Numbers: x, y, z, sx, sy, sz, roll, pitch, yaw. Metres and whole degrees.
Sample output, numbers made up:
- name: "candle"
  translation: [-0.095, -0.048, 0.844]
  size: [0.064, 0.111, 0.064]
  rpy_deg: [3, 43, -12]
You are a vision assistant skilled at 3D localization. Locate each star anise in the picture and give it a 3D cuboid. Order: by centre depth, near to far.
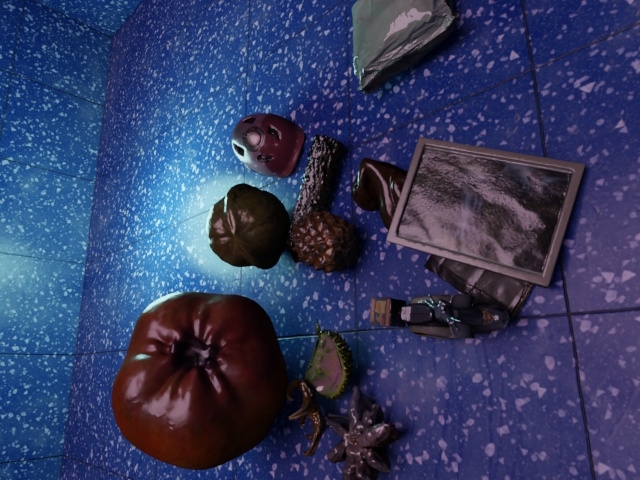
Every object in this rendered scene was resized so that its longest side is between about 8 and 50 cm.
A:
- name: "star anise"
  translation: [0.092, 0.444, 1.056]
  size: [0.236, 0.093, 0.229]
  rpy_deg: [-36, 52, 46]

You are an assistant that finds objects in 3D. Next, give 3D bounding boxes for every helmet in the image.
- name: "helmet"
  translation: [-0.187, -0.314, 1.505]
  size: [0.253, 0.154, 0.198]
  rpy_deg: [28, 99, 51]

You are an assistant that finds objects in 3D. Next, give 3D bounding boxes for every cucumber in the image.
- name: "cucumber"
  translation: [-0.026, -0.109, 1.323]
  size: [0.096, 0.096, 0.360]
  rpy_deg: [19, 93, 47]

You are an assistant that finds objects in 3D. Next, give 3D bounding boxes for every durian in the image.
- name: "durian"
  translation: [0.033, 0.290, 1.144]
  size: [0.137, 0.095, 0.221]
  rpy_deg: [31, 135, 26]

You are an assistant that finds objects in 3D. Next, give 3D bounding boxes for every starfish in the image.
- name: "starfish"
  translation: [-0.029, 0.438, 1.154]
  size: [0.074, 0.190, 0.146]
  rpy_deg: [-20, 32, -5]

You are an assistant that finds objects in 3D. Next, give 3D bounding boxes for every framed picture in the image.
- name: "framed picture"
  translation: [0.310, -0.067, 0.926]
  size: [0.324, 0.020, 0.241]
  rpy_deg: [19, 87, 27]

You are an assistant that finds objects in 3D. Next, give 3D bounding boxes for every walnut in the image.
- name: "walnut"
  translation: [-0.198, -0.038, 1.369]
  size: [0.227, 0.283, 0.283]
  rpy_deg: [-20, 64, 15]

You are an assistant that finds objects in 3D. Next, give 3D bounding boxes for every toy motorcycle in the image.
- name: "toy motorcycle"
  translation: [0.236, 0.148, 0.929]
  size: [0.263, 0.157, 0.091]
  rpy_deg: [-11, 73, 54]

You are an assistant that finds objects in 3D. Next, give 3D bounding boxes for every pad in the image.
- name: "pad"
  translation: [0.333, 0.035, 0.967]
  size: [0.233, 0.022, 0.174]
  rpy_deg: [38, 107, 45]

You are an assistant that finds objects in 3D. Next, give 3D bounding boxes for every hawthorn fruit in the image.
- name: "hawthorn fruit"
  translation: [-0.309, 0.361, 1.248]
  size: [0.471, 0.471, 0.472]
  rpy_deg: [-14, 70, 43]

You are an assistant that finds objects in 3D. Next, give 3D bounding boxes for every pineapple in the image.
- name: "pineapple"
  translation: [0.000, 0.000, 1.218]
  size: [0.193, 0.166, 0.166]
  rpy_deg: [29, 101, 35]

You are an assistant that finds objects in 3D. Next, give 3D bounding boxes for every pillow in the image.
- name: "pillow"
  translation: [0.193, -0.560, 1.179]
  size: [0.310, 0.138, 0.284]
  rpy_deg: [-27, 61, 42]

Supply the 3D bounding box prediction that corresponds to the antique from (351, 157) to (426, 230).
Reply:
- name: "antique"
  translation: [0.169, -0.099, 1.106]
  size: [0.257, 0.121, 0.143]
  rpy_deg: [36, 115, 37]
